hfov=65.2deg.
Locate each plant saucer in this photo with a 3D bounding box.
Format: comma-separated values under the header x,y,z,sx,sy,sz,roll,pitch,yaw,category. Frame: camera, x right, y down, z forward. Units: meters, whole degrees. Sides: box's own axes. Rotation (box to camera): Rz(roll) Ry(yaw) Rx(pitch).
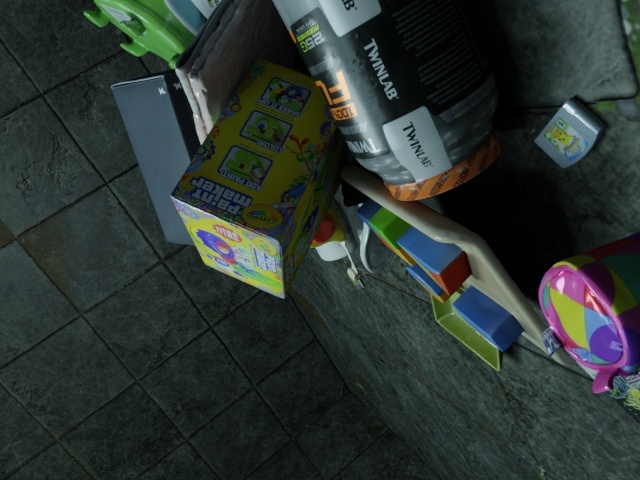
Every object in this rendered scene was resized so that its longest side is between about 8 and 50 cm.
x,y,z,sx,sy,sz,roll,pitch,yaw,category
0.309,0.154,1.035,0.188,0.045,0.188,41,160,44,plant saucer

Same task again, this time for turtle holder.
x,y,z,sx,sy,sz,roll,pitch,yaw,category
-0.380,-0.559,1.234,0.320,0.228,0.243,30,177,-39,turtle holder

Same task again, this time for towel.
x,y,z,sx,sy,sz,roll,pitch,yaw,category
0.119,0.133,1.660,0.060,0.009,0.083,55,165,0,towel
-0.129,-0.298,0.879,0.053,0.332,0.317,21,157,8,towel

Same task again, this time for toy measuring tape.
x,y,z,sx,sy,sz,roll,pitch,yaw,category
0.000,0.000,1.187,0.121,0.121,0.330,38,159,47,toy measuring tape

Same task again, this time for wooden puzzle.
x,y,z,sx,sy,sz,roll,pitch,yaw,category
0.191,0.043,0.771,0.347,0.080,0.322,39,-177,-31,wooden puzzle

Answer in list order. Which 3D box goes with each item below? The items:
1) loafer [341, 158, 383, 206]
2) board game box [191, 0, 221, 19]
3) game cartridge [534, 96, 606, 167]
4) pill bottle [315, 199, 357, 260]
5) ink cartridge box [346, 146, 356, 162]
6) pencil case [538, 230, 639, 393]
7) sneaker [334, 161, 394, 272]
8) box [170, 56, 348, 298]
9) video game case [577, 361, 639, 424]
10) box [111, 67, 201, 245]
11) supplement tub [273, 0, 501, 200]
x,y,z,sx,sy,sz,roll,pitch,yaw,category
0.098,-0.133,0.896,0.220,0.080,0.079,-33,78,50,loafer
-0.256,-0.559,0.987,0.305,0.053,0.193,51,166,14,board game box
0.282,-0.117,0.566,0.056,0.017,0.083,47,164,15,game cartridge
0.008,-0.073,1.302,0.229,0.131,0.131,60,164,-21,pill bottle
0.053,-0.239,0.896,0.127,0.072,0.175,51,165,10,ink cartridge box
0.297,0.032,0.410,0.104,0.236,0.105,159,90,-79,pencil case
0.092,-0.064,1.131,0.147,0.104,0.296,43,156,44,sneaker
-0.083,-0.090,0.864,0.176,0.279,0.290,23,158,6,box
0.439,0.167,0.652,0.210,0.041,0.232,50,165,23,video game case
-0.216,-0.207,1.078,0.178,0.312,0.344,5,118,36,box
0.087,-0.219,0.598,0.316,0.193,0.193,59,165,-18,supplement tub
